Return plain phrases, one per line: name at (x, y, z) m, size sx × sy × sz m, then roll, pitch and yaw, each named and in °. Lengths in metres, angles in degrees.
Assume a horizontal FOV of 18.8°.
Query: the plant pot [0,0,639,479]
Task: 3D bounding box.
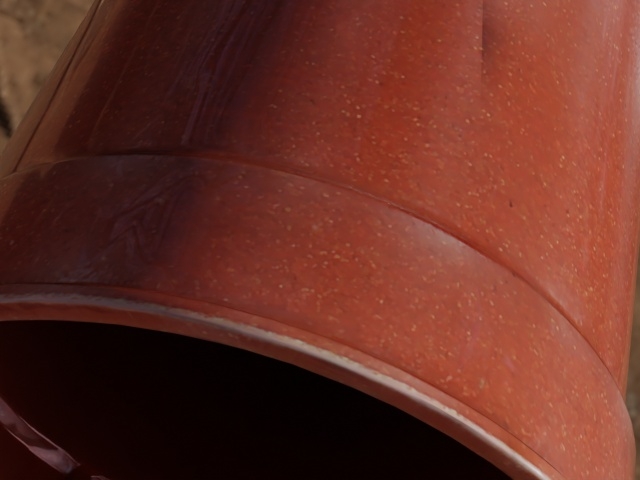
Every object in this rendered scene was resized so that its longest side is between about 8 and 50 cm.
plant pot at (0.000, 0.000, 0.681) m, size 0.272 × 0.272 × 0.265 m, roll 26°, pitch 54°, yaw -10°
